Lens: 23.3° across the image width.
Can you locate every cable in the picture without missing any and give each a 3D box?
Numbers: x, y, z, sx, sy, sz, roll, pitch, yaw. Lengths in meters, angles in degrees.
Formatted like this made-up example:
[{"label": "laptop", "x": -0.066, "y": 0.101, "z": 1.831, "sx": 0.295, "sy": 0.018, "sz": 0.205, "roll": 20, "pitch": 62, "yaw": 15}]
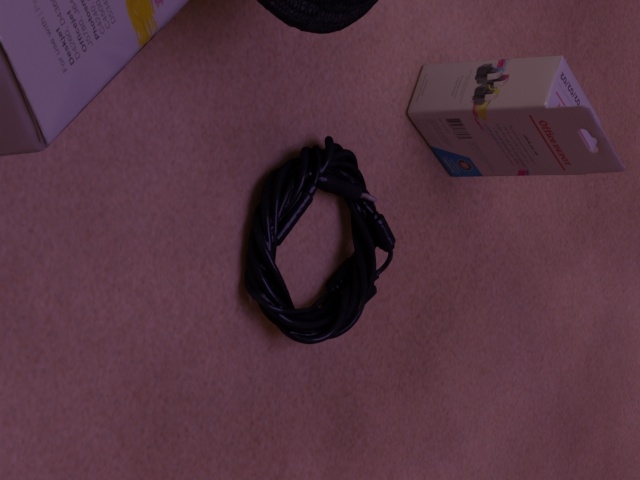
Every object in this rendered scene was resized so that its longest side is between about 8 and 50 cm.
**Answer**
[{"label": "cable", "x": 0.000, "y": 0.000, "z": 1.271, "sx": 0.184, "sy": 0.047, "sz": 0.150, "roll": -36, "pitch": 120, "yaw": -48}]

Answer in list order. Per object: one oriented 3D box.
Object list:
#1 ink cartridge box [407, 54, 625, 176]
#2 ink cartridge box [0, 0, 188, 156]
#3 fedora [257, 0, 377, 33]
[{"label": "ink cartridge box", "x": 0.185, "y": -0.112, "z": 1.417, "sx": 0.104, "sy": 0.181, "sz": 0.061, "roll": 49, "pitch": 52, "yaw": -44}, {"label": "ink cartridge box", "x": -0.194, "y": -0.186, "z": 0.826, "sx": 0.270, "sy": 0.198, "sz": 0.197, "roll": -58, "pitch": 136, "yaw": -49}, {"label": "fedora", "x": -0.062, "y": -0.301, "z": 1.082, "sx": 0.334, "sy": 0.152, "sz": 0.334, "roll": -7, "pitch": 98, "yaw": -58}]
